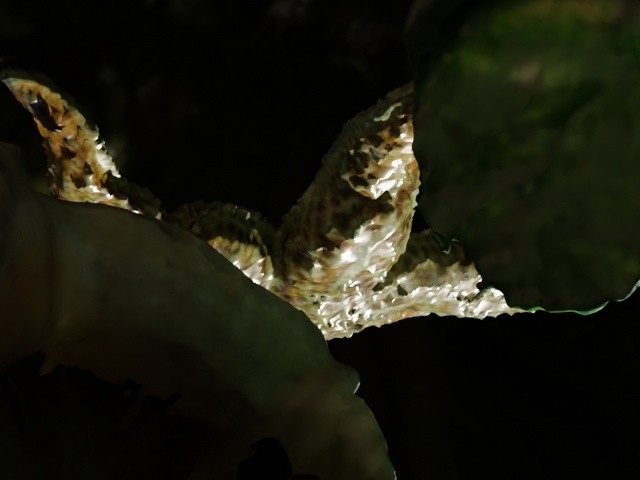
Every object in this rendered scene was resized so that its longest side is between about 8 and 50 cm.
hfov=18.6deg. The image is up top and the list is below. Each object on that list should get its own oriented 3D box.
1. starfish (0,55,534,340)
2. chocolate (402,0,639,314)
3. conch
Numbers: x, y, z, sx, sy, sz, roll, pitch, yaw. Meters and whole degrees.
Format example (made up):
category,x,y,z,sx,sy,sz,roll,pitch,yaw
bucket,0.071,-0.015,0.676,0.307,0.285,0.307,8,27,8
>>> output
category,x,y,z,sx,sy,sz,roll,pitch,yaw
starfish,0.002,0.003,0.875,0.347,0.357,0.078,125,-32,-66
chocolate,0.144,-0.051,0.655,0.110,0.110,0.291,-40,165,33
conch,-0.123,0.111,0.625,0.210,0.297,0.352,127,-40,-52
